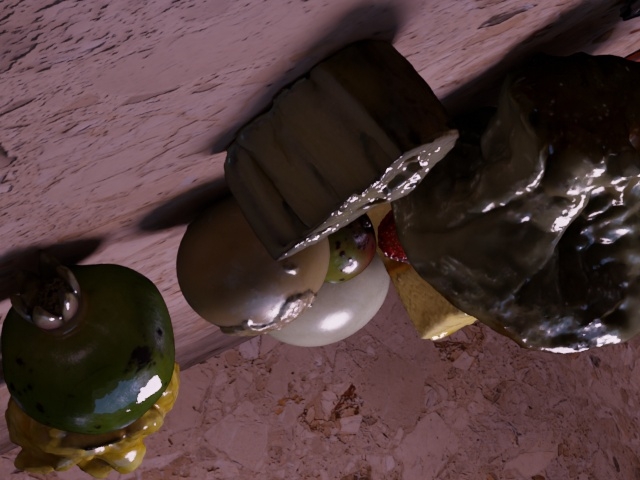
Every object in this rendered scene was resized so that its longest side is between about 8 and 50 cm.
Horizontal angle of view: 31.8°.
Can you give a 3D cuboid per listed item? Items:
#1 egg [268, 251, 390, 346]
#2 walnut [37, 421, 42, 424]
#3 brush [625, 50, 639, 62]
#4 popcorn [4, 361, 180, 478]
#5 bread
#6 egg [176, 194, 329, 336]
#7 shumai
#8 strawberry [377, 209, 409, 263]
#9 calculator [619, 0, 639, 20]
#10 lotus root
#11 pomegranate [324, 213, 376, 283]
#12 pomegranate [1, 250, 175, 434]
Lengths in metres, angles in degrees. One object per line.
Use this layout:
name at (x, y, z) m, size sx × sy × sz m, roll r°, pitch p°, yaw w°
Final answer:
egg at (-0.003, 0.073, 1.793) m, size 0.253 × 0.186 × 0.186 m, roll -25°, pitch 173°, yaw -32°
walnut at (-0.322, 0.173, 1.489) m, size 0.184 × 0.155 × 0.155 m, roll -26°, pitch 174°, yaw 8°
brush at (0.467, -0.254, 1.781) m, size 0.323 × 0.051 × 0.070 m, roll -31°, pitch 180°, yaw 5°
popcorn at (-0.342, 0.243, 1.686) m, size 0.286 × 0.215 × 0.252 m, roll -26°, pitch 157°, yaw 14°
bread at (0.213, -0.012, 1.713) m, size 0.236 × 0.263 × 0.198 m, roll -25°, pitch 176°, yaw -25°
egg at (-0.073, 0.024, 1.266) m, size 0.164 × 0.164 × 0.201 m, roll -32°, pitch 176°, yaw 37°
shumai at (0.313, -0.072, 1.413) m, size 0.323 × 0.397 × 0.324 m, roll 117°, pitch -7°, yaw -50°
strawberry at (0.123, -0.013, 1.544) m, size 0.083 × 0.096 × 0.083 m, roll 13°, pitch 167°, yaw 3°
calculator at (0.475, -0.333, 1.268) m, size 0.165 × 0.028 × 0.274 m, roll -21°, pitch 170°, yaw -44°
lotus root at (0.021, -0.083, 1.011) m, size 0.138 × 0.119 × 0.235 m, roll -20°, pitch 169°, yaw -44°
pomegranate at (0.006, 0.000, 1.566) m, size 0.129 × 0.129 × 0.159 m, roll -23°, pitch -177°, yaw -34°
pomegranate at (-0.247, 0.095, 1.147) m, size 0.187 × 0.187 × 0.225 m, roll -27°, pitch 145°, yaw -6°
